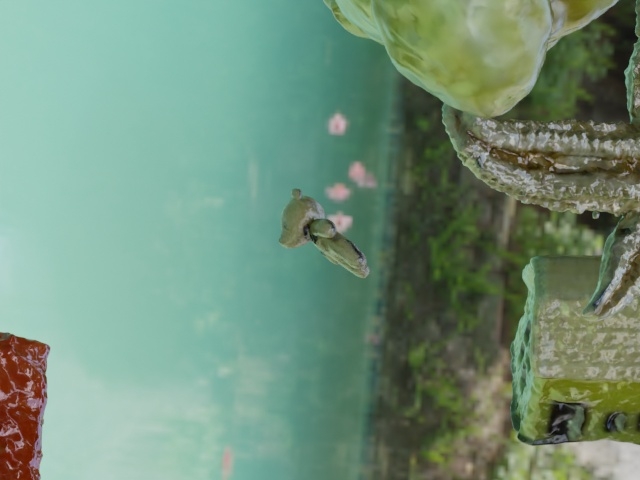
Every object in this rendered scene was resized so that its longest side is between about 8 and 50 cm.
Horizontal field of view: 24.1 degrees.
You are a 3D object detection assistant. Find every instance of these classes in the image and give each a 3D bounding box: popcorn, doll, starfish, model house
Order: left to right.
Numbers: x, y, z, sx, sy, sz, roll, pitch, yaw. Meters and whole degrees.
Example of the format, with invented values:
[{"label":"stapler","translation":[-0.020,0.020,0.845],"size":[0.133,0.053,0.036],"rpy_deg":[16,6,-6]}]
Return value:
[{"label":"doll","translation":[0.006,-0.007,1.310],"size":[0.051,0.093,0.061],"rpy_deg":[-62,159,-21]},{"label":"popcorn","translation":[0.100,-0.209,0.900],"size":[0.173,0.225,0.286],"rpy_deg":[59,-2,-37]},{"label":"model house","translation":[0.314,0.096,1.661],"size":[0.174,0.193,0.234],"rpy_deg":[-85,175,-47]},{"label":"starfish","translation":[0.332,-0.131,1.387],"size":[0.324,0.432,0.082],"rpy_deg":[56,-11,-10]}]

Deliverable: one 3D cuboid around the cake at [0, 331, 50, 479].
[{"label":"cake","translation":[-0.419,0.241,1.452],"size":[0.319,0.270,0.269],"rpy_deg":[-47,-141,50]}]
